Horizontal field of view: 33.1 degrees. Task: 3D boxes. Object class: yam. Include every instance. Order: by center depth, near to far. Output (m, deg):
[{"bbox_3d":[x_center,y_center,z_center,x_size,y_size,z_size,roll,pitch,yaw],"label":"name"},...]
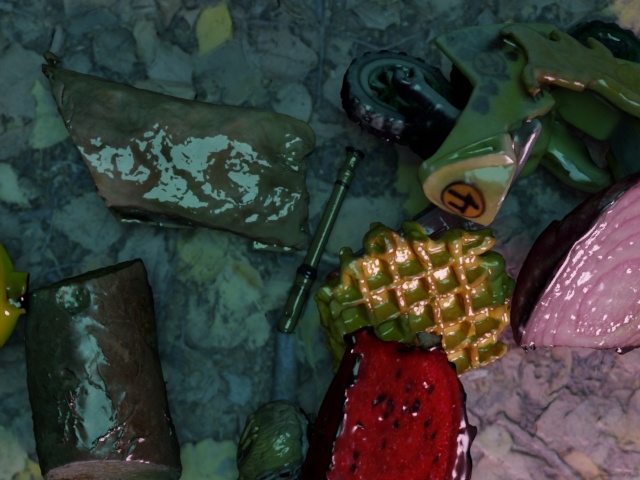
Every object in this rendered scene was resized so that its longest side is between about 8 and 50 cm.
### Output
[{"bbox_3d":[-0.237,0.148,1.146,0.154,0.154,0.254,-8,84,-7],"label":"yam"}]

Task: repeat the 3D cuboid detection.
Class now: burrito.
[{"bbox_3d":[-0.168,-0.093,1.215,0.348,0.107,0.175,15,66,-5],"label":"burrito"}]

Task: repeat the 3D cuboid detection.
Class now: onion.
[{"bbox_3d":[0.326,0.002,1.200,0.250,0.111,0.247,6,120,-33],"label":"onion"}]

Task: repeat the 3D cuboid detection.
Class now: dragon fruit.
[{"bbox_3d":[0.055,0.259,1.141,0.282,0.100,0.343,14,88,-47],"label":"dragon fruit"}]

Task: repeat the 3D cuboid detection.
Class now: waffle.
[{"bbox_3d":[0.107,0.063,1.173,0.229,0.057,0.219,-23,125,-10],"label":"waffle"}]

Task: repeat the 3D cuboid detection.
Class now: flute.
[{"bbox_3d":[0.000,0.000,1.251,0.027,0.027,0.233,22,80,-2],"label":"flute"}]

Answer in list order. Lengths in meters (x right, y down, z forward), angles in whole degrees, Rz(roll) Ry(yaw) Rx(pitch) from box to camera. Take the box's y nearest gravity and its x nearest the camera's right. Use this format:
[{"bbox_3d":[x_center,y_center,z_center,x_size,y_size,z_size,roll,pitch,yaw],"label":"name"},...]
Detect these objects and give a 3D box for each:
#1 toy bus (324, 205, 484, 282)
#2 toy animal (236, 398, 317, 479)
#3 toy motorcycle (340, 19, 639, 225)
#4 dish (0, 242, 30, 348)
[{"bbox_3d":[0.099,0.014,1.233,0.192,0.077,0.065,-32,88,-8],"label":"toy bus"},{"bbox_3d":[-0.047,0.242,1.179,0.098,0.098,0.137,24,100,-1],"label":"toy animal"},{"bbox_3d":[0.233,-0.142,1.206,0.410,0.168,0.237,-13,61,-22],"label":"toy motorcycle"},{"bbox_3d":[-0.445,0.069,1.109,0.262,0.108,0.221,-40,74,9],"label":"dish"}]
